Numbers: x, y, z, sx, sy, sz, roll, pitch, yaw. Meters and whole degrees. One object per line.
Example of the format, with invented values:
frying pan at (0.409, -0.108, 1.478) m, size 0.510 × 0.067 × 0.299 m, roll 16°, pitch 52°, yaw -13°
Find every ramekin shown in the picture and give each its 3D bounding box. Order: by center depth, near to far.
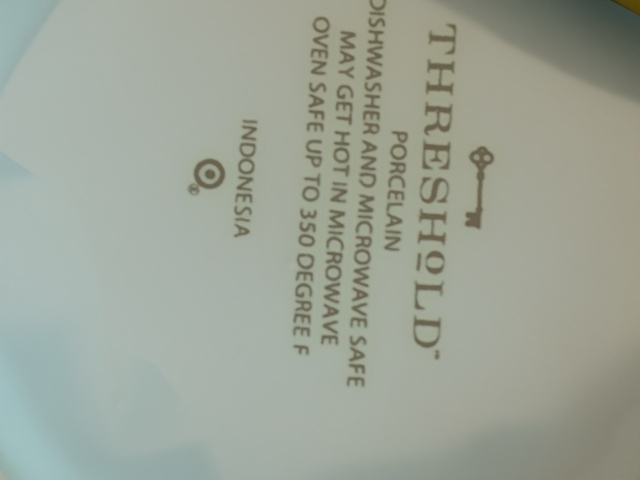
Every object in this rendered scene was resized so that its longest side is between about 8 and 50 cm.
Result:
ramekin at (0.000, 0.000, 0.504) m, size 0.273 × 0.127 × 0.272 m, roll 0°, pitch 81°, yaw -2°

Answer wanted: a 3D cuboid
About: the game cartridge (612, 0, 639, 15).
game cartridge at (0.119, -0.145, 0.499) m, size 0.324 × 0.052 × 0.285 m, roll 32°, pitch 45°, yaw 2°
